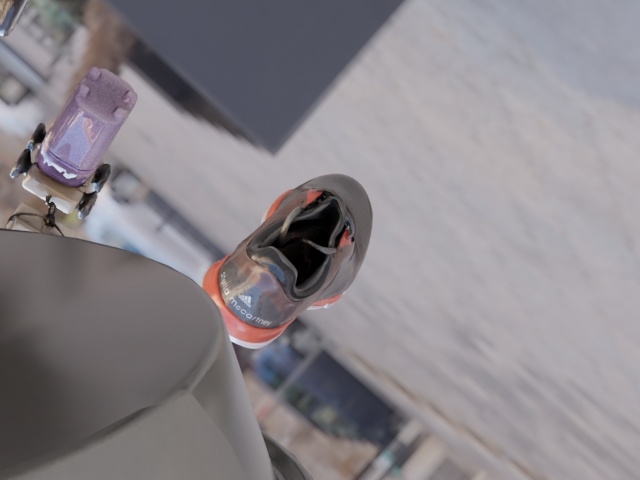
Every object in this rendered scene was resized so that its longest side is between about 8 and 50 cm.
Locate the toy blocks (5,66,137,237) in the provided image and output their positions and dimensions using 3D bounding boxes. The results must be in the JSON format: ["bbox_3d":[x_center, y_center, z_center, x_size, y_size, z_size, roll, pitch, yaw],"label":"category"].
[{"bbox_3d":[-0.255,-0.114,1.211,0.309,0.260,0.288,31,-138,-9],"label":"toy blocks"}]

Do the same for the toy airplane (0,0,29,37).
[{"bbox_3d":[-0.256,-0.343,1.640,0.384,0.272,0.386,22,170,39],"label":"toy airplane"}]

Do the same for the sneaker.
[{"bbox_3d":[0.000,0.000,0.978,0.061,0.065,0.158,45,-147,-3],"label":"sneaker"}]

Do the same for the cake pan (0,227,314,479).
[{"bbox_3d":[-0.144,0.050,0.423,0.293,0.293,0.054,-148,53,-67],"label":"cake pan"}]
